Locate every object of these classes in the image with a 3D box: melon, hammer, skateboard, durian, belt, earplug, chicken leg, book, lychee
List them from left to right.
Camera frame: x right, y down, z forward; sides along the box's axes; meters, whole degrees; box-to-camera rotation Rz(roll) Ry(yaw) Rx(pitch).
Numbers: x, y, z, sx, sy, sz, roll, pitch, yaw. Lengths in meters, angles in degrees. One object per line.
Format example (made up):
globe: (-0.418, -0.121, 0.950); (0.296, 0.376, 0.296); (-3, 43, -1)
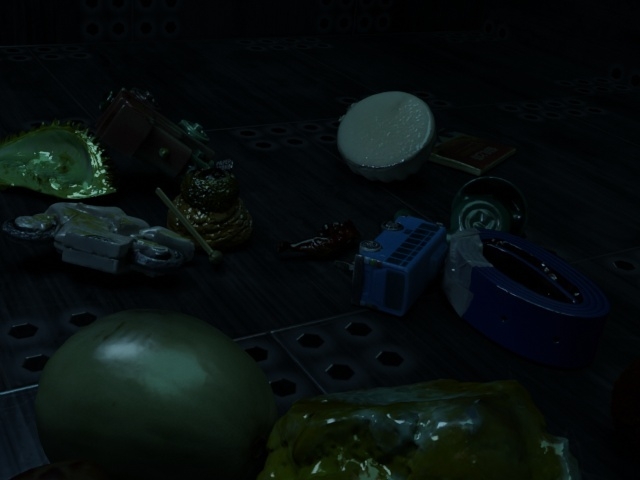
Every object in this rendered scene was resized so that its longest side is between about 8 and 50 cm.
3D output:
durian: (-0.626, -0.164, 1.917); (0.394, 0.163, 0.198); (6, 65, 10)
melon: (-0.205, 0.210, 1.031); (0.307, 0.272, 0.272); (8, 26, -1)
hammer: (-0.263, -0.029, 1.625); (0.195, 0.028, 0.060); (48, 1, 5)
chicken leg: (0.006, 0.002, 1.732); (0.089, 0.048, 0.219); (21, 30, 34)
skateboard: (0.075, 0.041, 1.694); (0.063, 0.032, 0.083); (15, 28, 40)
book: (0.343, -0.278, 2.397); (0.374, 0.028, 0.262); (20, 28, 27)
earplug: (0.328, -0.043, 1.821); (0.257, 0.164, 0.280); (-23, -1, 28)
belt: (0.369, 0.100, 1.538); (0.212, 0.117, 0.347); (-8, 31, -29)
lychee: (0.512, 0.245, 1.203); (0.194, 0.194, 0.194); (5, 26, -2)

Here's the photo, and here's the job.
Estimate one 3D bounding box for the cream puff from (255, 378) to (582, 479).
cream puff: (0.112, 0.305, 0.931); (0.378, 0.276, 0.378); (-6, -2, 0)

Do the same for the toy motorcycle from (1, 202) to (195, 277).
toy motorcycle: (-0.414, -0.006, 1.593); (0.340, 0.108, 0.223); (13, 16, 1)

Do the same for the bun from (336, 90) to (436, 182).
bun: (0.182, -0.243, 2.158); (0.263, 0.175, 0.263); (-10, 55, 14)

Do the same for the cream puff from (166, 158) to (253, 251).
cream puff: (-0.226, -0.083, 1.718); (0.183, 0.169, 0.183); (4, 26, -2)

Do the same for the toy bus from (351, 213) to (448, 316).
toy bus: (0.158, 0.043, 1.607); (0.133, 0.116, 0.234); (14, 28, 23)

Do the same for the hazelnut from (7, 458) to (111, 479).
hazelnut: (-0.288, 0.330, 0.829); (0.218, 0.218, 0.234); (-1, 29, -14)

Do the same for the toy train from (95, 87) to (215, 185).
toy train: (-0.371, -0.226, 1.905); (0.304, 0.150, 0.221); (33, 12, -24)
